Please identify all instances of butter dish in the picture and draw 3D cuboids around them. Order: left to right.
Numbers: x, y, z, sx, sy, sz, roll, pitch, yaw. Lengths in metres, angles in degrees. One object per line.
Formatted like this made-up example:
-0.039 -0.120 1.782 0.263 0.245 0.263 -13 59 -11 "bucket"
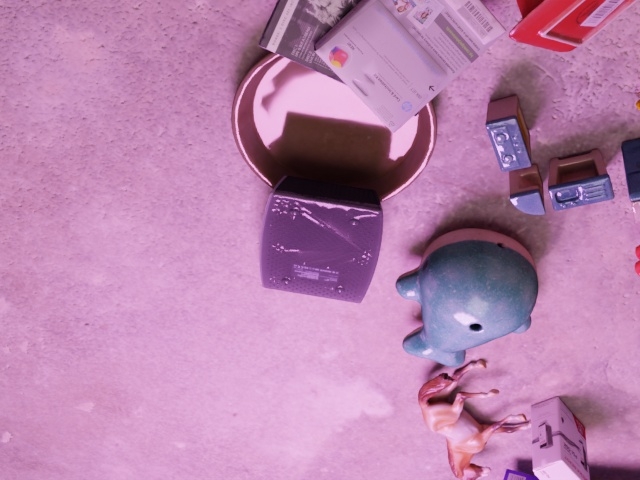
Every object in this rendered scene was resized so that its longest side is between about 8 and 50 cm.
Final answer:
0.287 -0.306 1.231 0.160 0.118 0.160 -40 156 33 "butter dish"

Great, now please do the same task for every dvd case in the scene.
0.057 -0.270 1.319 0.221 0.018 0.165 22 109 -12 "dvd case"

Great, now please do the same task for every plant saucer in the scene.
0.019 -0.159 1.443 0.277 0.041 0.278 4 131 5 "plant saucer"

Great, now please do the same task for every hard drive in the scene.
0.000 0.000 1.543 0.172 0.054 0.255 9 147 0 "hard drive"

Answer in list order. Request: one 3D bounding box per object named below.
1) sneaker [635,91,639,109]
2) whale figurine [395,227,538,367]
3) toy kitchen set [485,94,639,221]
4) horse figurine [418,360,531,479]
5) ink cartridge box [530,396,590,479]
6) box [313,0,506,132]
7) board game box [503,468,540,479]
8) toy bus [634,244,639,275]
0.429 -0.189 1.340 0.067 0.064 0.175 -9 129 14 "sneaker"
0.211 0.110 1.585 0.216 0.141 0.272 19 132 -9 "whale figurine"
0.335 -0.110 1.385 0.207 0.122 0.166 -13 128 18 "toy kitchen set"
0.244 0.298 1.800 0.174 0.066 0.263 -30 123 23 "horse figurine"
0.396 0.344 1.769 0.056 0.135 0.099 -27 123 28 "ink cartridge box"
0.108 -0.245 1.301 0.186 0.038 0.145 -43 108 12 "box"
0.488 0.538 1.887 0.347 0.078 0.233 11 141 20 "board game box"
0.508 0.011 1.411 0.149 0.220 0.211 32 134 -18 "toy bus"
